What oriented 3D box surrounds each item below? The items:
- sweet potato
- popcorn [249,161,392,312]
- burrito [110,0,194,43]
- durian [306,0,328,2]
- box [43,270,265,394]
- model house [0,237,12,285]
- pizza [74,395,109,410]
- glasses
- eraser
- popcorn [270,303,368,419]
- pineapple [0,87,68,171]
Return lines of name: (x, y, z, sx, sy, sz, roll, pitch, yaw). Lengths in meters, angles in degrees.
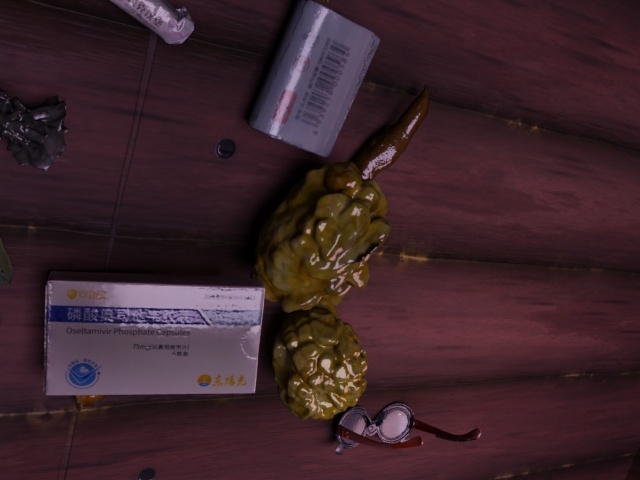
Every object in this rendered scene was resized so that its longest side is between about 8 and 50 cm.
sweet potato: (0.128, -0.181, 1.370, 0.274, 0.067, 0.067, -51, 129, 0)
popcorn: (0.000, 0.000, 1.281, 0.286, 0.215, 0.252, -46, 167, -1)
burrito: (-0.266, -0.354, 1.026, 0.203, 0.064, 0.064, 34, 91, -38)
durian: (0.001, -0.466, 1.084, 0.237, 0.176, 0.200, -14, 138, -40)
box: (-0.272, 0.155, 1.187, 0.343, 0.065, 0.200, 3, 106, -15)
model house: (-0.509, 0.035, 1.059, 0.083, 0.066, 0.078, -13, 132, -8)
pizza: (-0.359, 0.215, 1.248, 0.131, 0.041, 0.178, 8, 106, -29)
glasses: (0.188, 0.444, 1.588, 0.234, 0.268, 0.118, 7, 89, -34)
eraser: (-0.010, -0.270, 1.224, 0.174, 0.081, 0.227, 15, 102, -41)
popcorn: (-0.001, 0.235, 1.410, 0.181, 0.217, 0.235, -16, 131, 4)
pineapple: (-0.457, -0.153, 0.971, 0.237, 0.111, 0.119, -9, 147, -36)
